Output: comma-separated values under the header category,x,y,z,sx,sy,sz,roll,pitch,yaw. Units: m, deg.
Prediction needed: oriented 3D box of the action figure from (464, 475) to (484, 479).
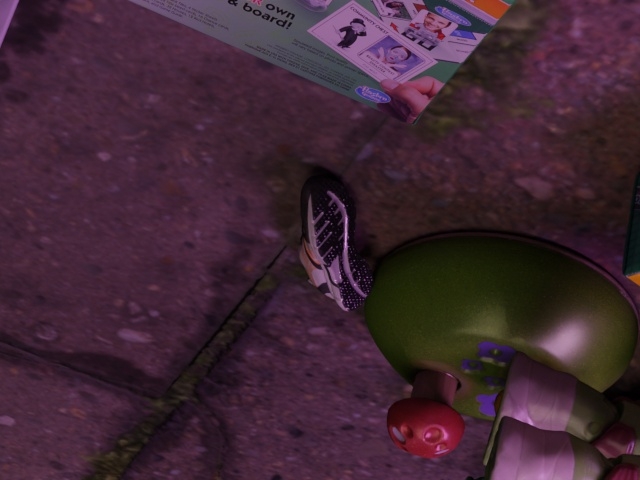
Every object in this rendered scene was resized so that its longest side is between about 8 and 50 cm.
category,x,y,z,sx,sy,sz,roll,pitch,yaw
action figure,0.207,0.171,1.277,0.232,0.063,0.137,-7,169,18

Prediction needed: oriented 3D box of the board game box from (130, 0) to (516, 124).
category,x,y,z,sx,sy,sz,roll,pitch,yaw
board game box,-0.046,-0.185,0.908,0.317,0.046,0.213,23,145,-13

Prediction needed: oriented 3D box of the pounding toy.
category,x,y,z,sx,sy,sz,roll,pitch,yaw
pounding toy,0.131,0.102,1.215,0.237,0.110,0.183,31,144,-24

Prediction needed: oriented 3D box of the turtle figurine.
category,x,y,z,sx,sy,sz,roll,pitch,yaw
turtle figurine,0.220,0.182,1.082,0.266,0.197,0.274,16,146,4

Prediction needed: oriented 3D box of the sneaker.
category,x,y,z,sx,sy,sz,roll,pitch,yaw
sneaker,0.000,0.000,1.176,0.044,0.040,0.109,27,146,35

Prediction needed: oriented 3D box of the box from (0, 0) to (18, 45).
category,x,y,z,sx,sy,sz,roll,pitch,yaw
box,-0.251,-0.089,1.005,0.119,0.181,0.182,24,146,-16

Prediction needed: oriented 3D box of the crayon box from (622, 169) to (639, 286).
category,x,y,z,sx,sy,sz,roll,pitch,yaw
crayon box,0.320,-0.015,0.991,0.165,0.081,0.278,32,144,-26
